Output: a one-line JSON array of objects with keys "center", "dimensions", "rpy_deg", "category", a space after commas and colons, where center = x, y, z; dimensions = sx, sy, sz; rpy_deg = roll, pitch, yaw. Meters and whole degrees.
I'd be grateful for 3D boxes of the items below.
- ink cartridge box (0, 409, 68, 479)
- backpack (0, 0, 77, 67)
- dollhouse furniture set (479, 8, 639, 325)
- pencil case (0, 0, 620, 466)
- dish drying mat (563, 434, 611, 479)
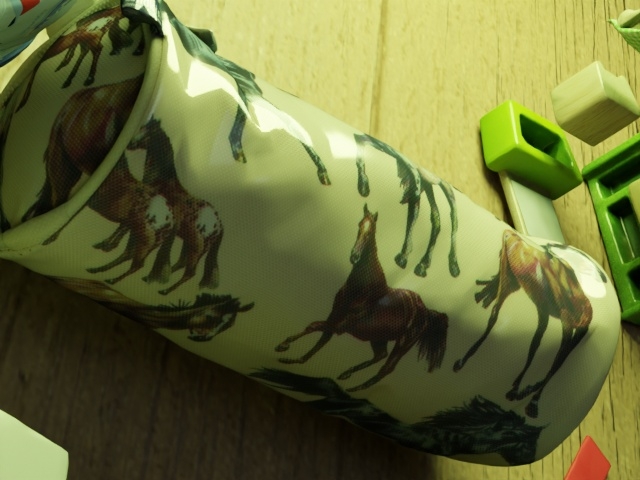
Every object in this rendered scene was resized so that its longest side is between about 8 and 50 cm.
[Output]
[{"center": [-0.195, 0.192, 0.477], "dimensions": [0.121, 0.211, 0.289], "rpy_deg": [35, 33, -27], "category": "ink cartridge box"}, {"center": [-0.226, -0.183, 0.763], "dimensions": [0.263, 0.213, 0.277], "rpy_deg": [-15, 82, -45], "category": "backpack"}, {"center": [0.305, -0.083, 1.234], "dimensions": [0.197, 0.301, 0.151], "rpy_deg": [23, 45, -42], "category": "dollhouse furniture set"}, {"center": [0.000, 0.000, 0.933], "dimensions": [0.410, 0.160, 0.184], "rpy_deg": [28, 59, -34], "category": "pencil case"}, {"center": [0.193, 0.177, 1.157], "dimensions": [0.032, 0.008, 0.083], "rpy_deg": [53, 35, -7], "category": "dish drying mat"}]
